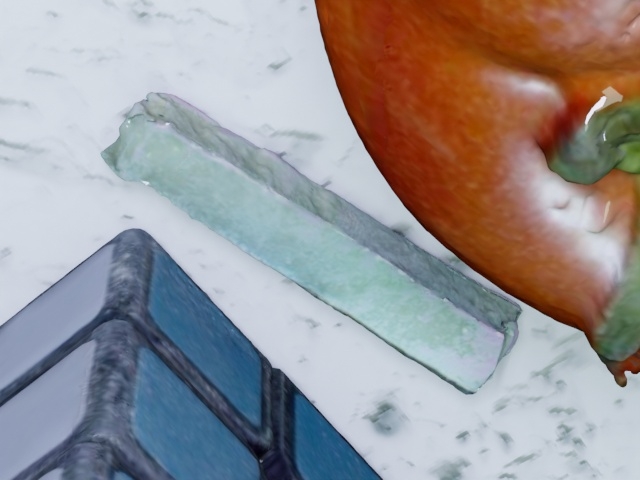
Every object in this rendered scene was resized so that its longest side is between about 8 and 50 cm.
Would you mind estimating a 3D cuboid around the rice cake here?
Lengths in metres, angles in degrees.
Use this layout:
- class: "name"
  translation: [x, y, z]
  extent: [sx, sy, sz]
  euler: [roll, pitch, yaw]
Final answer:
- class: "rice cake"
  translation: [0.000, 0.000, 0.820]
  extent: [0.211, 0.034, 0.043]
  euler: [32, 118, -16]

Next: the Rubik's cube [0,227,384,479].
- class: "Rubik's cube"
  translation: [-0.102, 0.232, 0.779]
  extent: [0.303, 0.301, 0.305]
  euler: [-35, 112, 14]

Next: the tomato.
- class: "tomato"
  translation: [0.173, -0.118, 0.646]
  extent: [0.341, 0.273, 0.341]
  euler: [11, 144, 8]
